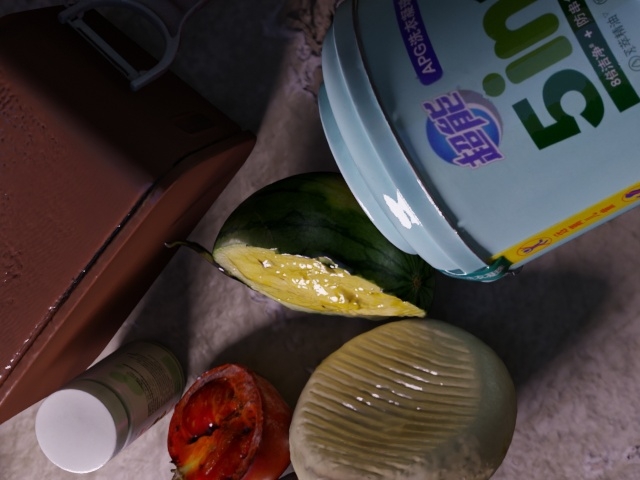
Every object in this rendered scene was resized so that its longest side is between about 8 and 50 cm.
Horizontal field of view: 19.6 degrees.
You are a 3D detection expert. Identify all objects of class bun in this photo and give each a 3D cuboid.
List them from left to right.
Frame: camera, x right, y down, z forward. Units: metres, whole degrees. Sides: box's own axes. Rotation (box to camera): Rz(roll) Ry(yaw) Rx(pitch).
[{"bbox_3d":[0.084,0.183,1.761,0.222,0.127,0.222,-13,53,18],"label":"bun"}]

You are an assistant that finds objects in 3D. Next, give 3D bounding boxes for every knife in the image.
[{"bbox_3d":[-0.109,-0.261,1.721,0.278,0.053,0.123,-42,75,-13],"label":"knife"}]

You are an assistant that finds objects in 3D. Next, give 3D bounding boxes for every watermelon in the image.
[{"bbox_3d":[0.007,0.001,1.730,0.232,0.204,0.127,2,72,51],"label":"watermelon"}]

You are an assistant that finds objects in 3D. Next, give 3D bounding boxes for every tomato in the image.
[{"bbox_3d":[-0.075,0.204,1.829,0.091,0.159,0.139,29,107,-34],"label":"tomato"}]

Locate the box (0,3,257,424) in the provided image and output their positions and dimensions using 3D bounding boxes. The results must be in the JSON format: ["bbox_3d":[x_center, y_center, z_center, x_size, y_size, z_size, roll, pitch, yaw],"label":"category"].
[{"bbox_3d":[-0.265,-0.034,1.771,0.229,0.239,0.339,42,110,7],"label":"box"}]

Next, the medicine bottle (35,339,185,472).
[{"bbox_3d":[-0.203,0.160,1.819,0.086,0.183,0.086,4,104,16],"label":"medicine bottle"}]

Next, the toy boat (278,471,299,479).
[{"bbox_3d":[0.002,0.284,1.808,0.282,0.096,0.206,-42,50,-10],"label":"toy boat"}]

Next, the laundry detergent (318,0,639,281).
[{"bbox_3d":[0.172,-0.132,1.590,0.305,0.287,0.287,-28,93,19],"label":"laundry detergent"}]
